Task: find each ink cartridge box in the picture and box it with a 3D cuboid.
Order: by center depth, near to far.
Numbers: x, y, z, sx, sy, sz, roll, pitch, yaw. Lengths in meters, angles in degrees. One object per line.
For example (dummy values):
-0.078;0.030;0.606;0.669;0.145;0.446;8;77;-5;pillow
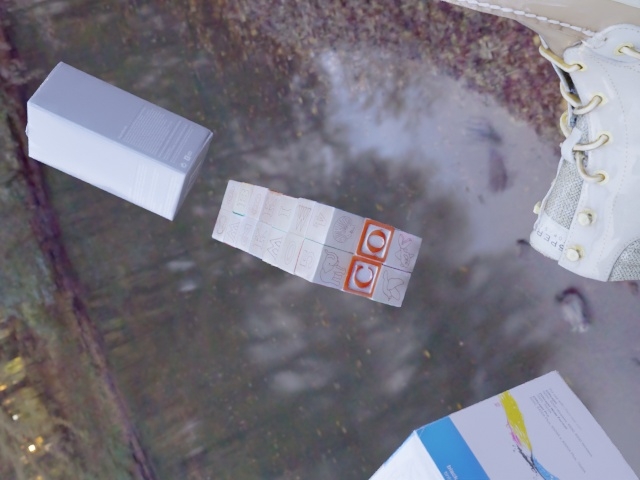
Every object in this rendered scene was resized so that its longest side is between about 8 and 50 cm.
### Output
0.204;0.287;0.833;0.168;0.232;0.171;58;144;28;ink cartridge box

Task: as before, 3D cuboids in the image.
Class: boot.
0.168;-0.077;0.466;0.095;0.261;0.204;-99;21;-53;boot

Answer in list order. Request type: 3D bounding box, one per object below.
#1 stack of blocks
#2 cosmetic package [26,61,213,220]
0.000;0.000;0.941;0.297;0.171;0.087;20;93;59;stack of blocks
-0.293;-0.141;1.055;0.237;0.107;0.127;28;143;-5;cosmetic package
